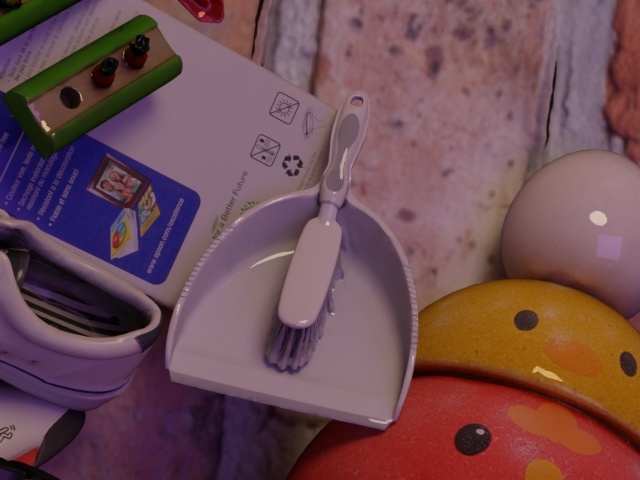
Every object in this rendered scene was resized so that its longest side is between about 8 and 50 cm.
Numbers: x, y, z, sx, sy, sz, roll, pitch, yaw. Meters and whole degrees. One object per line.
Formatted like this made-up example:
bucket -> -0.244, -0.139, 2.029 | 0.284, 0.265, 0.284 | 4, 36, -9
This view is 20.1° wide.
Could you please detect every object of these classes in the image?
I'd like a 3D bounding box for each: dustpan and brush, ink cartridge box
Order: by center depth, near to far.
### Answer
ink cartridge box -> -0.156, -0.077, 1.103 | 0.333, 0.065, 0.165 | 29, 82, -26
dustpan and brush -> 0.000, 0.000, 1.107 | 0.147, 0.060, 0.211 | 12, 52, 5

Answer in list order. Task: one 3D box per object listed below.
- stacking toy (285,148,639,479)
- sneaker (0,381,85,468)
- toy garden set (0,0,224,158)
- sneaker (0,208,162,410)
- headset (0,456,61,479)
stacking toy -> 0.114, 0.143, 1.161 | 0.351, 0.351, 0.479 | 31, 63, -24
sneaker -> -0.276, 0.090, 1.044 | 0.270, 0.090, 0.145 | -18, 104, -20
toy garden set -> -0.146, -0.201, 1.050 | 0.204, 0.049, 0.244 | -37, 96, -38
sneaker -> -0.210, 0.013, 1.037 | 0.258, 0.091, 0.094 | 22, 44, -24
headset -> -0.276, 0.219, 0.953 | 0.394, 0.185, 0.243 | 13, 87, -24
